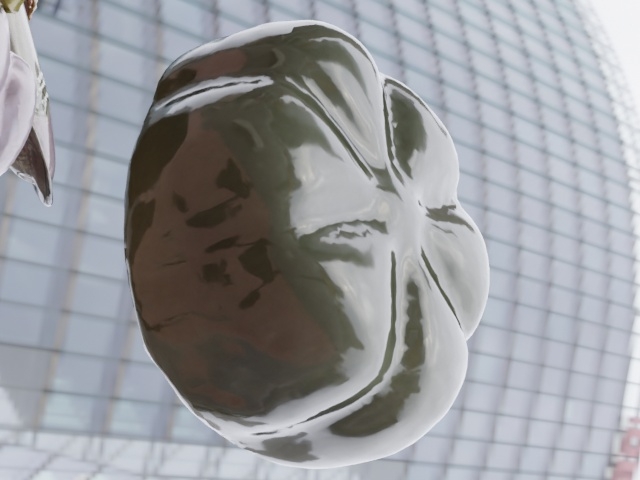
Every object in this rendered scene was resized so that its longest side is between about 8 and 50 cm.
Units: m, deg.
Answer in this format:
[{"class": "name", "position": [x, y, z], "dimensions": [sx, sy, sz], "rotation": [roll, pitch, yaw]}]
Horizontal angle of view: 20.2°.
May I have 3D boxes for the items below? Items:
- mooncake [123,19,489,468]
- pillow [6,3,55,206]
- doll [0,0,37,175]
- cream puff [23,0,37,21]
[{"class": "mooncake", "position": [0.000, 0.000, 1.095], "dimensions": [0.135, 0.275, 0.275], "rotation": [-18, -108, 32]}, {"class": "pillow", "position": [-0.161, -0.130, 0.804], "dimensions": [0.131, 0.038, 0.233], "rotation": [-128, -158, -65]}, {"class": "doll", "position": [-0.225, -0.011, 0.713], "dimensions": [0.365, 0.160, 0.094], "rotation": [-55, -140, 8]}, {"class": "cream puff", "position": [-0.302, -0.161, 1.149], "dimensions": [0.164, 0.240, 0.240], "rotation": [36, -78, 16]}]
